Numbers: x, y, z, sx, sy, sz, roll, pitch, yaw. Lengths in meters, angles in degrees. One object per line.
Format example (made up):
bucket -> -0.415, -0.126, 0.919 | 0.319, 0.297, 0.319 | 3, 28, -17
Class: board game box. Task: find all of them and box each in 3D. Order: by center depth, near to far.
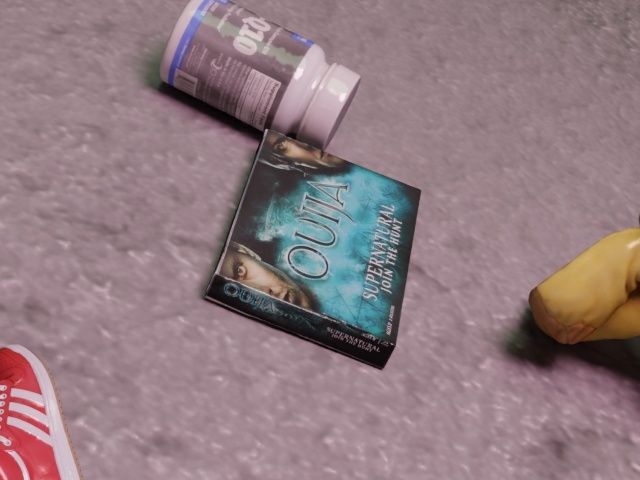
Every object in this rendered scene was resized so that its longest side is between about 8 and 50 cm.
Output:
board game box -> 0.000, 0.000, 0.969 | 0.126, 0.026, 0.186 | 22, 35, -6

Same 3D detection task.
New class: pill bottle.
pill bottle -> -0.044, -0.125, 1.061 | 0.137, 0.078, 0.078 | 27, 35, 2

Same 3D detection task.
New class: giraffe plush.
giraffe plush -> 0.267, 0.048, 0.946 | 0.170, 0.210, 0.181 | 54, 38, 7

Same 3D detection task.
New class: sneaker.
sneaker -> -0.167, 0.100, 0.722 | 0.067, 0.042, 0.118 | 1, 43, -35
